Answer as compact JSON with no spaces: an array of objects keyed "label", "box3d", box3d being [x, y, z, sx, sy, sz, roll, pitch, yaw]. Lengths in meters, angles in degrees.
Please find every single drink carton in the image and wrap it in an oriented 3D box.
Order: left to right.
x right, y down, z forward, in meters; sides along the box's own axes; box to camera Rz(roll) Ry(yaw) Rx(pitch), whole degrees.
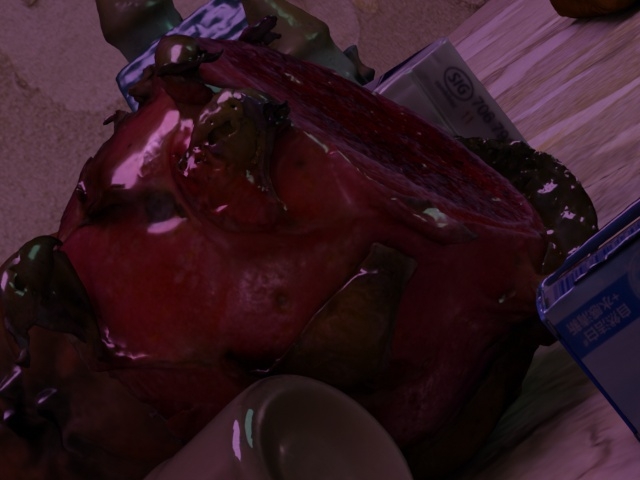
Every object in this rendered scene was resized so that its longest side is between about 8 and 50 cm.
[{"label":"drink carton","box3d":[0.044,-0.020,1.003,0.102,0.134,0.222,-42,6,-15]}]

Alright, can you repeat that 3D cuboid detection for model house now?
[{"label":"model house","box3d":[-0.038,-0.111,1.280,0.194,0.325,0.267,-39,6,8]}]

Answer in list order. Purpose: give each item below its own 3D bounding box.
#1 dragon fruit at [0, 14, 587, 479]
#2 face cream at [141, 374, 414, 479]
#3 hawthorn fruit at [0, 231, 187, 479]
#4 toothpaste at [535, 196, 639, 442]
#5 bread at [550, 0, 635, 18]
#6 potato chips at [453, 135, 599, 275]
[{"label":"dragon fruit","box3d":[0.000,0.000,0.700,0.147,0.211,0.282,-47,-27,18]},{"label":"face cream","box3d":[-0.097,0.177,0.669,0.341,0.084,0.137,-44,-1,33]},{"label":"hawthorn fruit","box3d":[-0.106,0.071,1.066,0.199,0.199,0.251,-35,-6,32]},{"label":"toothpaste","box3d":[0.195,-0.038,0.545,0.272,0.066,0.053,-38,5,11]},{"label":"bread","box3d":[0.322,-0.321,1.798,0.185,0.109,0.380,-39,4,4]},{"label":"potato chips","box3d":[0.038,0.016,0.863,0.209,0.142,0.026,6,8,22]}]
